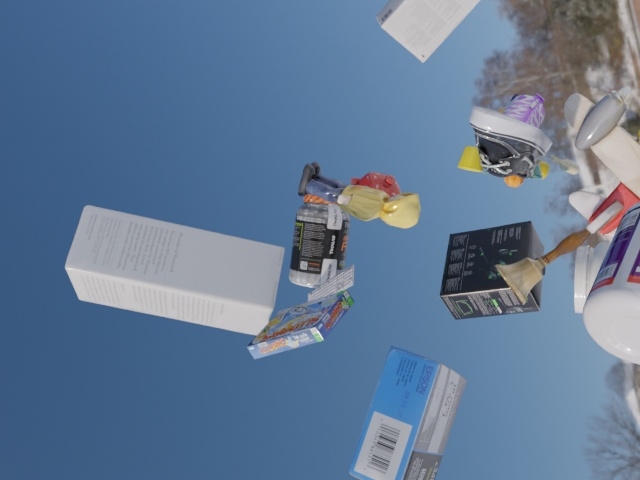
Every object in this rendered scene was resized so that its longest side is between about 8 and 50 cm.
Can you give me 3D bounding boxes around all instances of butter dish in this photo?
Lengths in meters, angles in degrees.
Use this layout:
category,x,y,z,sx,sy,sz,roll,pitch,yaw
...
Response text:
category,x,y,z,sx,sy,sz,roll,pitch,yaw
butter dish,0.190,-0.153,2.130,0.159,0.118,0.160,9,-132,-23

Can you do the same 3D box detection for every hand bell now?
category,x,y,z,sx,sy,sz,roll,pitch,yaw
hand bell,0.588,0.048,1.792,0.126,0.242,0.126,53,-172,-11

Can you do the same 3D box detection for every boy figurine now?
category,x,y,z,sx,sy,sz,roll,pitch,yaw
boy figurine,0.091,-0.101,1.610,0.177,0.285,0.092,-26,-49,-67

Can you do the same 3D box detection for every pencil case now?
category,x,y,z,sx,sy,sz,roll,pitch,yaw
pencil case,0.410,-0.232,1.455,0.086,0.088,0.206,44,-132,-6

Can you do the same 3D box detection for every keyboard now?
category,x,y,z,sx,sy,sz,roll,pitch,yaw
keyboard,0.030,0.157,2.235,0.014,0.256,0.072,27,-128,-24

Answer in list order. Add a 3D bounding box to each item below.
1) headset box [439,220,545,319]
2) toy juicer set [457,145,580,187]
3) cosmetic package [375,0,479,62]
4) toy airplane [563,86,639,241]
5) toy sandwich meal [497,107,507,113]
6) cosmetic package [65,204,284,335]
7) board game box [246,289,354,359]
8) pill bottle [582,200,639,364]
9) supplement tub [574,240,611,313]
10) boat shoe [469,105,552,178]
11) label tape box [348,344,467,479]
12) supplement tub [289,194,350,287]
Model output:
category,x,y,z,sx,sy,sz,roll,pitch,yaw
headset box,0.522,0.089,2.067,0.131,0.283,0.246,52,-140,-37
toy juicer set,0.527,-0.174,1.777,0.209,0.329,0.090,9,-86,-33
cosmetic package,0.203,-0.403,1.075,0.099,0.239,0.060,34,-156,-25
toy airplane,0.727,-0.152,1.510,0.272,0.386,0.385,27,-114,-72
toy sandwich meal,0.474,-0.309,1.835,0.085,0.029,0.086,-10,-70,-28
cosmetic package,-0.329,0.078,1.613,0.230,0.453,0.162,117,164,-65
board game box,-0.041,0.172,1.414,0.035,0.201,0.136,58,-140,-12
pill bottle,0.594,0.048,1.216,0.323,0.181,0.181,-52,-53,-32
supplement tub,0.897,0.118,1.968,0.235,0.324,0.236,2,-90,-66
boat shoe,0.328,-0.162,1.231,0.301,0.108,0.102,3,-68,-62
label tape box,0.192,0.358,1.349,0.333,0.105,0.241,38,-110,-60
supplement tub,0.000,0.000,2.424,0.193,0.193,0.316,-3,-79,-62
